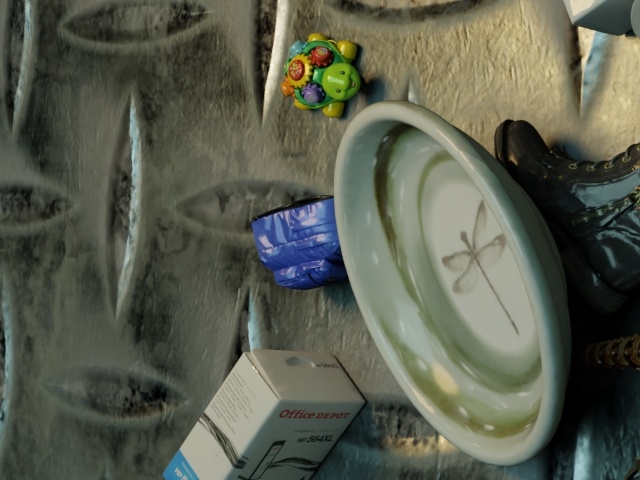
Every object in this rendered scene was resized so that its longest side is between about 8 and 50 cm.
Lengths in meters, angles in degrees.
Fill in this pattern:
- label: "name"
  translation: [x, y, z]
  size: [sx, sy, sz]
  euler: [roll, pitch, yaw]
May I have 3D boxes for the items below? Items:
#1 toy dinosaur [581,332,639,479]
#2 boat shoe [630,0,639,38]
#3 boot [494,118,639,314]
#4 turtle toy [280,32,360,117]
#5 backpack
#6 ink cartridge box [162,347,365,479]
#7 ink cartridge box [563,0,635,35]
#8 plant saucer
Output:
- label: "toy dinosaur"
  translation: [0.396, 0.159, 1.693]
  size: [0.322, 0.164, 0.218]
  euler: [14, 82, 62]
- label: "boat shoe"
  translation: [0.402, -0.183, 1.729]
  size: [0.226, 0.075, 0.083]
  euler: [47, 140, 32]
- label: "boot"
  translation: [0.317, -0.077, 1.810]
  size: [0.229, 0.091, 0.263]
  euler: [-44, 63, 26]
- label: "turtle toy"
  translation: [0.002, -0.195, 2.119]
  size: [0.130, 0.066, 0.095]
  euler: [19, 100, 43]
- label: "backpack"
  translation: [0.000, 0.000, 2.089]
  size: [0.120, 0.098, 0.101]
  euler: [-21, 81, 27]
- label: "ink cartridge box"
  translation: [-0.066, 0.230, 2.093]
  size: [0.203, 0.148, 0.086]
  euler: [-56, 52, 26]
- label: "ink cartridge box"
  translation: [0.302, -0.346, 1.827]
  size: [0.160, 0.092, 0.219]
  euler: [-33, 64, 37]
- label: "plant saucer"
  translation: [0.156, 0.034, 1.868]
  size: [0.400, 0.100, 0.401]
  euler: [48, 149, 41]
